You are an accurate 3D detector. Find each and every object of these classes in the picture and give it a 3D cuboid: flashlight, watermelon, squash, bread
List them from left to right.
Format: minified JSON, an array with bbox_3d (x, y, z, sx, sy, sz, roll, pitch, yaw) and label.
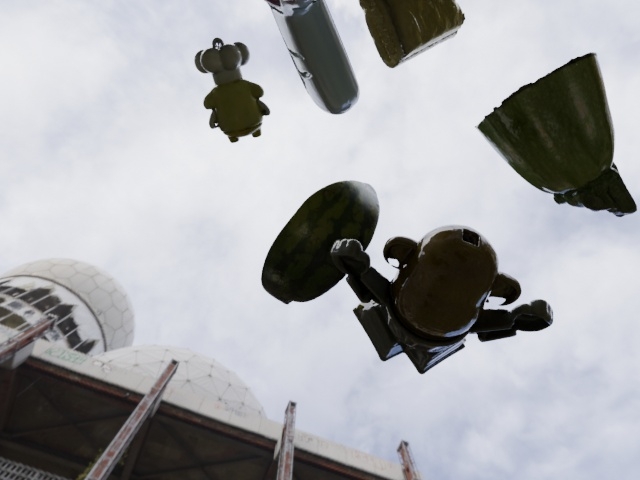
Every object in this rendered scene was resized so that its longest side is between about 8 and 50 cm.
[{"bbox_3d":[-0.015,-0.177,0.357,0.047,0.200,0.093,-43,-119,-2],"label":"flashlight"},{"bbox_3d":[0.016,0.014,0.801,0.128,0.159,0.303,40,-88,23],"label":"watermelon"},{"bbox_3d":[0.145,-0.362,0.667,0.178,0.060,0.139,-39,-69,-30],"label":"bread"},{"bbox_3d":[0.206,-0.068,0.358,0.105,0.105,0.132,-27,-92,4],"label":"squash"}]

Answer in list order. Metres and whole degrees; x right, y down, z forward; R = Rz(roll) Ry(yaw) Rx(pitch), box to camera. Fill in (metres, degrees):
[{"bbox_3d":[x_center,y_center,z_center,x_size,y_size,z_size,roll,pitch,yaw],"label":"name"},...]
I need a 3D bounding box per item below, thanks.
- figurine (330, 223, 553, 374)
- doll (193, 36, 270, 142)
[{"bbox_3d":[0.185,0.092,0.700,0.342,0.167,0.285,1,-40,-8],"label":"figurine"},{"bbox_3d":[-0.144,-0.243,0.695,0.106,0.062,0.162,-14,-59,-2],"label":"doll"}]
